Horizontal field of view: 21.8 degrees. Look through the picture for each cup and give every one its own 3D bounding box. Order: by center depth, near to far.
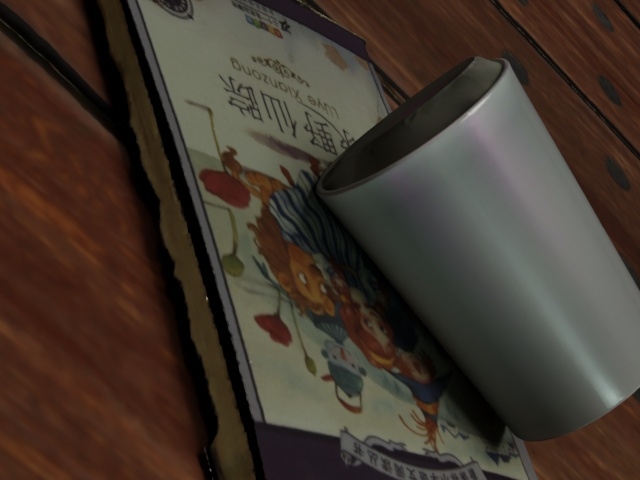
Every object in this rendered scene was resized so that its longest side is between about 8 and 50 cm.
[{"bbox_3d":[0.055,0.000,0.559,0.116,0.074,0.104,54,-4,-13],"label":"cup"}]

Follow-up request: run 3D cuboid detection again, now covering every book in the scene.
[{"bbox_3d":[0.001,0.000,0.555,0.157,0.026,0.231,20,43,-48],"label":"book"}]
